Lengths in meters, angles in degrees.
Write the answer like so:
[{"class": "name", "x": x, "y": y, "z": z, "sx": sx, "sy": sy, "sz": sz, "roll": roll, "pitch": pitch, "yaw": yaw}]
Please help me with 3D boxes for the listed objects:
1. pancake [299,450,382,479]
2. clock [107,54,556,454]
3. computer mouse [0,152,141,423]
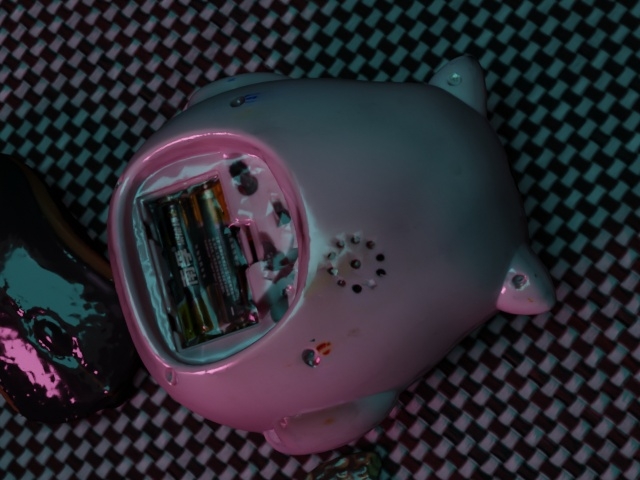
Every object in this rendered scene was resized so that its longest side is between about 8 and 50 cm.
[{"class": "pancake", "x": 0.036, "y": 0.298, "z": 1.599, "sx": 0.184, "sy": 0.020, "sz": 0.190, "roll": 19, "pitch": 87, "yaw": 21}, {"class": "clock", "x": 0.000, "y": 0.000, "z": 1.546, "sx": 0.377, "sy": 0.250, "sz": 0.368, "roll": -20, "pitch": 74, "yaw": 14}, {"class": "computer mouse", "x": -0.308, "y": 0.044, "z": 1.712, "sx": 0.183, "sy": 0.116, "sz": 0.323, "roll": -47, "pitch": 70, "yaw": 10}]
